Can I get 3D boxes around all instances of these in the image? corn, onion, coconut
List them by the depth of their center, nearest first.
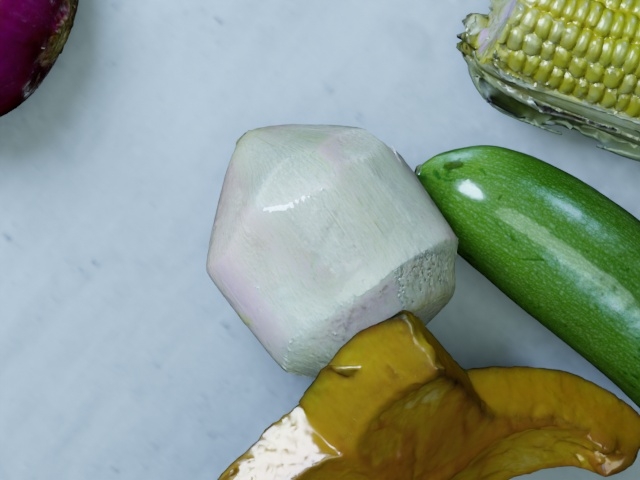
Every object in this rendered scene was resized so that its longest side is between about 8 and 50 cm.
[{"bbox_3d":[-0.266,-0.170,1.339,0.198,0.135,0.173,14,94,-5],"label":"onion"},{"bbox_3d":[0.000,0.000,1.380,0.171,0.171,0.183,-36,77,1],"label":"coconut"},{"bbox_3d":[0.252,-0.118,1.409,0.305,0.122,0.123,20,124,-5],"label":"corn"}]

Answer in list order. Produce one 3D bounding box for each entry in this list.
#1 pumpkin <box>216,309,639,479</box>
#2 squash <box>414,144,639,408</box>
[{"bbox_3d":[0.057,0.165,1.379,0.258,0.095,0.290,-45,142,16],"label":"pumpkin"},{"bbox_3d":[0.233,0.058,1.433,0.395,0.107,0.107,41,93,-8],"label":"squash"}]
